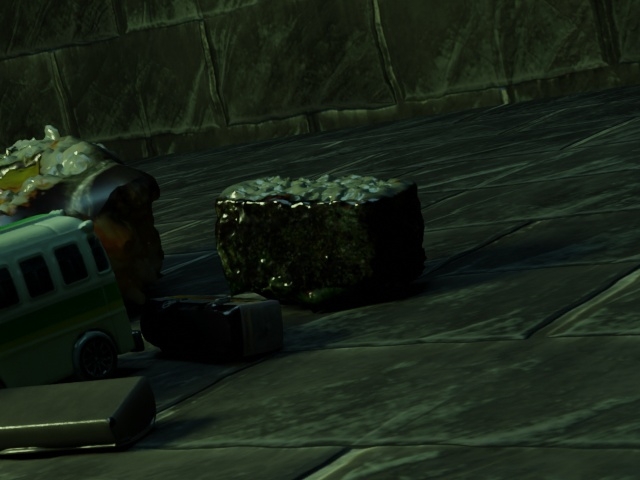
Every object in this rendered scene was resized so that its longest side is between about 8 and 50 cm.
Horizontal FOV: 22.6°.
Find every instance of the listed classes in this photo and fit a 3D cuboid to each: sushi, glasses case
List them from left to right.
[{"bbox_3d":[-0.385,0.012,1.899,0.418,0.175,0.417,-16,21,6],"label":"sushi"},{"bbox_3d":[-0.227,0.148,1.306,0.191,0.042,0.072,-7,17,29],"label":"glasses case"},{"bbox_3d":[0.000,0.000,1.635,0.225,0.127,0.124,0,14,30],"label":"sushi"}]

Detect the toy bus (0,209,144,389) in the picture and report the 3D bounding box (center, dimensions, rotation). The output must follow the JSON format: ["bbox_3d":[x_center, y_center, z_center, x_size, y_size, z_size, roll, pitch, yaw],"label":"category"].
[{"bbox_3d":[-0.314,0.080,1.457,0.134,0.164,0.276,-5,11,44],"label":"toy bus"}]

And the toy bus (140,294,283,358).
[{"bbox_3d":[-0.102,0.079,1.521,0.072,0.057,0.172,-8,5,-36],"label":"toy bus"}]
